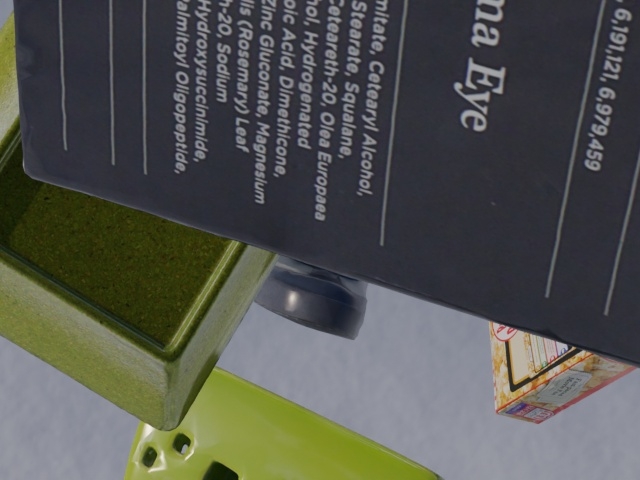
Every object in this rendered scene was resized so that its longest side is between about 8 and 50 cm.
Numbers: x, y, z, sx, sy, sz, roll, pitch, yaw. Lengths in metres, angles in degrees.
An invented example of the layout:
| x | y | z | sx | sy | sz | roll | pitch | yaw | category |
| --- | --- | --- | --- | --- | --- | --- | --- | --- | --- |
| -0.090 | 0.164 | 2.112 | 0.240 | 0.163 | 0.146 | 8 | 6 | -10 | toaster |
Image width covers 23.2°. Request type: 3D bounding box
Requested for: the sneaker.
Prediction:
| x | y | z | sx | sy | sz | roll | pitch | yaw | category |
| --- | --- | --- | --- | --- | --- | --- | --- | --- | --- |
| 0.000 | 0.000 | 1.440 | 0.112 | 0.131 | 0.319 | 22 | 9 | -8 | sneaker |

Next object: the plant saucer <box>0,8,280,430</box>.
| x | y | z | sx | sy | sz | roll | pitch | yaw | category |
| --- | --- | --- | --- | --- | --- | --- | --- | --- | --- |
| -0.100 | -0.026 | 0.790 | 0.188 | 0.045 | 0.188 | 33 | 78 | -15 | plant saucer |

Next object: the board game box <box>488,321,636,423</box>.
| x | y | z | sx | sy | sz | roll | pitch | yaw | category |
| --- | --- | --- | --- | --- | --- | --- | --- | --- | --- |
| 0.195 | 0.030 | 1.135 | 0.045 | 0.193 | 0.147 | 16 | 56 | -28 | board game box |

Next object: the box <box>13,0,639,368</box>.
| x | y | z | sx | sy | sz | roll | pitch | yaw | category |
| --- | --- | --- | --- | --- | --- | --- | --- | --- | --- |
| 0.123 | -0.128 | 0.492 | 0.312 | 0.179 | 0.343 | 17 | 37 | 17 | box |

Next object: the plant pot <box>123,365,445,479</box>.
| x | y | z | sx | sy | sz | roll | pitch | yaw | category |
| --- | --- | --- | --- | --- | --- | --- | --- | --- | --- |
| -0.036 | 0.239 | 1.156 | 0.228 | 0.227 | 0.207 | 24 | 77 | 20 | plant pot |
